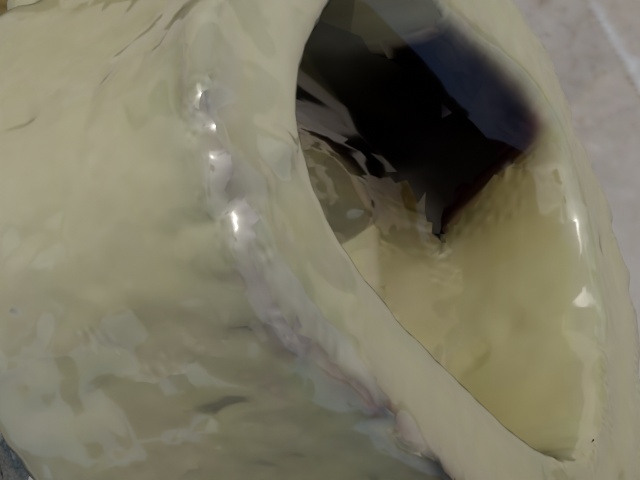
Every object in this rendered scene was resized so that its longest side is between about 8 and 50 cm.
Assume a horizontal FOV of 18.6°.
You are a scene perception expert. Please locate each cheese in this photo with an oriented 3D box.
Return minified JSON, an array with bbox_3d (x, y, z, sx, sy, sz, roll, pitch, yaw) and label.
[{"bbox_3d":[-0.002,-0.001,0.795,0.153,0.292,0.332,-18,144,26],"label":"cheese"}]

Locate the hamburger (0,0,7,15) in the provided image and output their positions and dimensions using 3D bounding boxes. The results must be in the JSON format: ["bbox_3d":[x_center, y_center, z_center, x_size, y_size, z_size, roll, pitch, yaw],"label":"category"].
[{"bbox_3d":[-0.113,-0.212,0.947,0.209,0.162,0.330,33,125,-31],"label":"hamburger"}]

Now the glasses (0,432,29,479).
[{"bbox_3d":[-0.278,0.177,0.922,0.118,0.268,0.234,37,57,-40],"label":"glasses"}]
